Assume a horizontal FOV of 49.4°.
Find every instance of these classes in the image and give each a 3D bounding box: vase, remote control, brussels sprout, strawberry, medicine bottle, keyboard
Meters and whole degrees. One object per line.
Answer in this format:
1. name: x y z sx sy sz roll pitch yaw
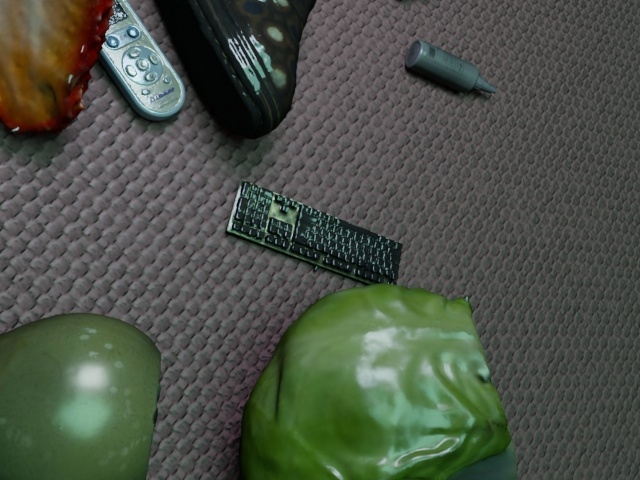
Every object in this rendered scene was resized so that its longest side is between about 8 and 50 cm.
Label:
1. vase: -0.355 0.240 0.821 0.303 0.241 0.329 8 101 -14
2. remote control: -0.294 -0.288 1.045 0.087 0.047 0.244 -37 97 -25
3. brussels sprout: 0.070 0.281 0.958 0.361 0.342 0.425 -10 79 -1
4. strawberry: -0.382 -0.315 0.941 0.265 0.149 0.336 -1 101 8
5. medicine bottle: 0.258 -0.321 1.333 0.199 0.058 0.057 17 72 -24
6. keyboard: 0.000 0.000 1.147 0.317 0.027 0.106 21 70 -23

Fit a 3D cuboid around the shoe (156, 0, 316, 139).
1. shoe: -0.105 -0.356 1.086 0.237 0.171 0.383 -24 83 -25
